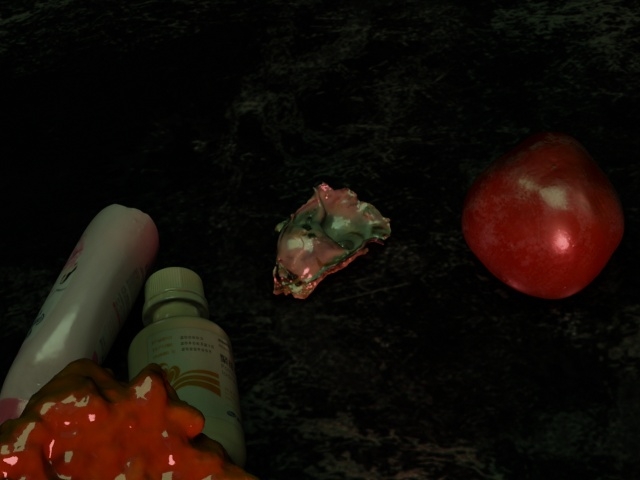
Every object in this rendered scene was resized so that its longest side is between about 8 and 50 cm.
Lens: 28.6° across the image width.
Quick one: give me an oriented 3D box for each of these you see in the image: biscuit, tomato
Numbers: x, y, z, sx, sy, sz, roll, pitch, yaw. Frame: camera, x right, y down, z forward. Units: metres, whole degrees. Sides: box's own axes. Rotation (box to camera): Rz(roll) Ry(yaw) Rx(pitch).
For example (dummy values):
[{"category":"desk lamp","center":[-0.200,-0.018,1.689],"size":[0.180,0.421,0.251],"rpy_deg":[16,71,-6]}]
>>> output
[{"category":"biscuit","center":[-0.193,0.283,1.104],"size":[0.312,0.110,0.318],"rpy_deg":[-42,96,-27]},{"category":"tomato","center":[0.253,-0.032,1.383],"size":[0.187,0.151,0.187],"rpy_deg":[-1,47,1]}]

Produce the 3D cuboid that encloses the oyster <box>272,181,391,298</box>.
[{"category":"oyster","center":[-0.001,-0.003,1.463],"size":[0.166,0.053,0.108],"rpy_deg":[-34,78,-30]}]

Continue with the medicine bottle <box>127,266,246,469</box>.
[{"category":"medicine bottle","center":[-0.146,0.140,1.320],"size":[0.114,0.114,0.252],"rpy_deg":[-12,47,-1]}]

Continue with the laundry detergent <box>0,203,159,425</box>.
[{"category":"laundry detergent","center":[-0.272,0.117,1.335],"size":[0.088,0.159,0.335],"rpy_deg":[24,51,-2]}]
